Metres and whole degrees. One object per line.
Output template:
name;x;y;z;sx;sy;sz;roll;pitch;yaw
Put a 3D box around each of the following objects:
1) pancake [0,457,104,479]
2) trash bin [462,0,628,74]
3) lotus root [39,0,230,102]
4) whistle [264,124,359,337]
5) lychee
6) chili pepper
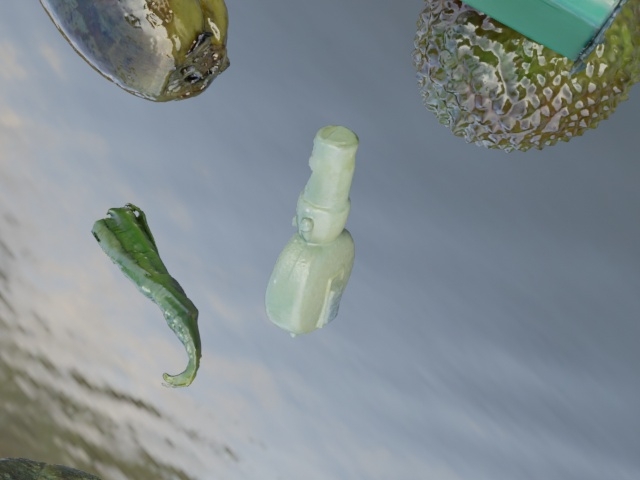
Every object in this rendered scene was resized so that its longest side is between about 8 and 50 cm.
pancake;-0.296;0.316;1.848;0.253;0.037;0.253;19;-175;-2
trash bin;0.141;-0.351;1.396;0.381;0.259;0.295;32;175;3
lotus root;-0.215;-0.263;1.646;0.275;0.152;0.160;50;127;25
whistle;0.000;0.000;1.600;0.067;0.126;0.258;23;126;18
lychee;0.232;-0.229;1.729;0.320;0.270;0.270;-7;122;52
chili pepper;-0.239;0.064;2.175;0.359;0.085;0.076;-123;16;-47
